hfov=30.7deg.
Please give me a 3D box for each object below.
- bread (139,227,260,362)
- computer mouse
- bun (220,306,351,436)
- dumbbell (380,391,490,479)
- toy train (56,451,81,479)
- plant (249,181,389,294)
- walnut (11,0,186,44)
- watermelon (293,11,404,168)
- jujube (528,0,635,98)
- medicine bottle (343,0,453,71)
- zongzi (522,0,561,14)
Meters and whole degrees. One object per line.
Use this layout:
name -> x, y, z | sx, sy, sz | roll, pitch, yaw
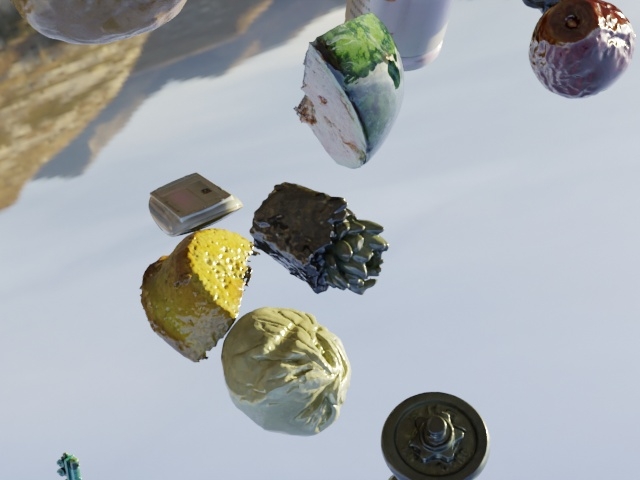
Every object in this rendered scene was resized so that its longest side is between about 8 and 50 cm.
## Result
bread -> -0.215, 0.074, 1.967 | 0.160, 0.147, 0.261 | -43, -160, 31
computer mouse -> -0.168, -0.045, 1.541 | 0.102, 0.045, 0.199 | -25, -160, -16
bun -> -0.042, 0.201, 1.849 | 0.145, 0.229, 0.229 | -32, -175, 31
dumbbell -> 0.185, 0.400, 1.964 | 0.179, 0.406, 0.179 | -1, -125, 2
toy train -> -0.420, 0.401, 1.967 | 0.045, 0.092, 0.029 | 12, -153, 30
plant -> 0.000, 0.000, 1.717 | 0.194, 0.132, 0.129 | 27, -103, 20
walnut -> -0.400, -0.525, 2.080 | 0.383, 0.384, 0.383 | -19, -167, 5
watermelon -> 0.048, -0.248, 1.889 | 0.180, 0.224, 0.305 | 3, 162, -2
jujube -> 0.458, -0.349, 2.067 | 0.190, 0.190, 0.255 | -15, 164, 18
medicine bottle -> 0.159, -0.494, 2.174 | 0.202, 0.316, 0.202 | 5, -131, -6
zongzi -> 0.574, -0.594, 2.329 | 0.432, 0.403, 0.208 | 12, 151, -24
